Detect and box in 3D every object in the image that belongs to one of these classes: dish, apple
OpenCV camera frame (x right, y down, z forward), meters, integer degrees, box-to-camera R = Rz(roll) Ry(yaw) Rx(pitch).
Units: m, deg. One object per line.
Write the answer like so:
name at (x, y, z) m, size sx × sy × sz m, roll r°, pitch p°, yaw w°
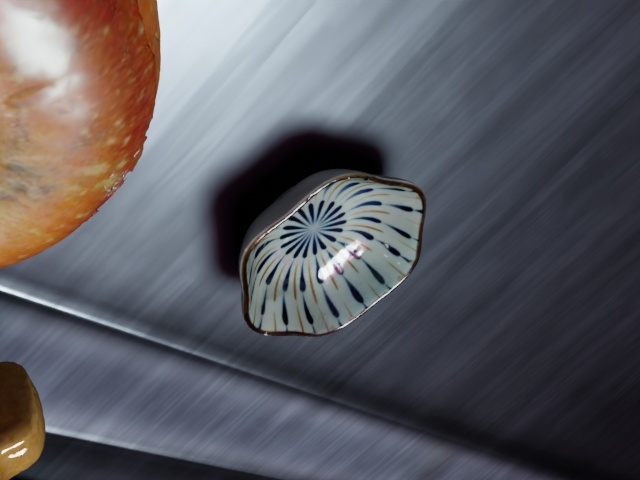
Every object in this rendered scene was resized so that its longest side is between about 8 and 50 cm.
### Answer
dish at (0.000, 0.000, 0.717) m, size 0.191 × 0.066 × 0.190 m, roll -20°, pitch 138°, yaw -19°
apple at (-0.204, -0.114, 0.383) m, size 0.251 × 0.206 × 0.272 m, roll -31°, pitch 137°, yaw 13°

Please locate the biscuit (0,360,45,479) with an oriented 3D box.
biscuit at (-0.357, 0.173, 0.551) m, size 0.334 × 0.202 × 0.047 m, roll -20°, pitch 129°, yaw -12°
